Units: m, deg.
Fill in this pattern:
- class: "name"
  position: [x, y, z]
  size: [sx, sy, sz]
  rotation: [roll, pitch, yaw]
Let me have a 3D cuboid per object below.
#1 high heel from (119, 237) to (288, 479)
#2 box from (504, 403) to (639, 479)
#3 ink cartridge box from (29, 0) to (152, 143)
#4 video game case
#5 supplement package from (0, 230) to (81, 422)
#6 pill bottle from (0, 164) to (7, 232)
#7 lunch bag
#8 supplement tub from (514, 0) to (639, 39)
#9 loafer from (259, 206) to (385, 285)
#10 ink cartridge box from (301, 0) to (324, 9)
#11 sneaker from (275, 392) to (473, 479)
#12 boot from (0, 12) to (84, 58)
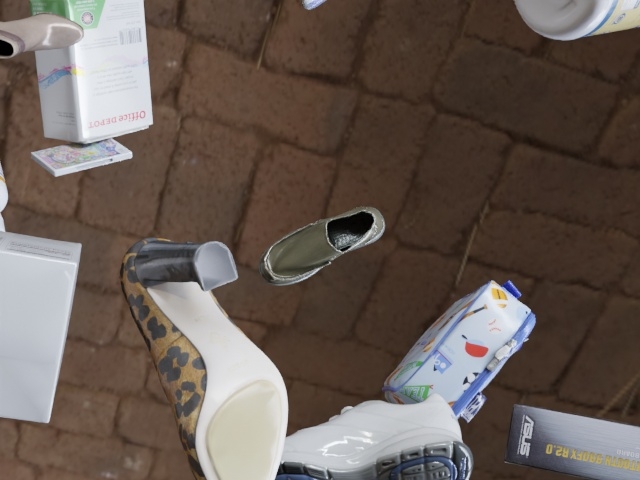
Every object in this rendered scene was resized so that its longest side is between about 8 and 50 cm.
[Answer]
- class: "high heel"
  position: [-0.114, 0.124, 0.917]
  size: [0.093, 0.186, 0.261]
  rotation: [-12, 96, -31]
- class: "box"
  position: [0.281, 0.203, 0.990]
  size: [0.183, 0.056, 0.231]
  rotation: [9, 174, 15]
- class: "ink cartridge box"
  position: [-0.344, -0.265, 1.542]
  size: [0.093, 0.154, 0.212]
  rotation: [8, 110, 35]
- class: "video game case"
  position: [-0.351, -0.126, 1.496]
  size: [0.122, 0.087, 0.011]
  rotation: [-18, 122, -32]
- class: "supplement package"
  position: [-0.442, 0.090, 1.241]
  size: [0.262, 0.145, 0.203]
  rotation: [10, 98, -12]
- class: "pill bottle"
  position: [-0.593, -0.107, 1.670]
  size: [0.136, 0.245, 0.136]
  rotation: [-17, 159, -7]
- class: "lunch bag"
  position: [0.207, 0.171, 1.518]
  size: [0.115, 0.303, 0.243]
  rotation: [42, 83, 3]
- class: "supplement tub"
  position: [0.333, -0.312, 1.165]
  size: [0.200, 0.144, 0.144]
  rotation: [-15, 137, -32]
- class: "loafer"
  position: [0.000, 0.000, 1.870]
  size: [0.251, 0.087, 0.094]
  rotation: [-28, 80, -4]
- class: "ink cartridge box"
  position: [0.059, -0.336, 0.519]
  size: [0.324, 0.071, 0.330]
  rotation: [-37, 144, -11]
- class: "sneaker"
  position: [0.032, 0.261, 1.227]
  size: [0.297, 0.129, 0.111]
  rotation: [-9, 121, 6]
- class: "boot"
  position: [-0.319, -0.213, 1.083]
  size: [0.119, 0.087, 0.042]
  rotation: [-1, 114, -1]
